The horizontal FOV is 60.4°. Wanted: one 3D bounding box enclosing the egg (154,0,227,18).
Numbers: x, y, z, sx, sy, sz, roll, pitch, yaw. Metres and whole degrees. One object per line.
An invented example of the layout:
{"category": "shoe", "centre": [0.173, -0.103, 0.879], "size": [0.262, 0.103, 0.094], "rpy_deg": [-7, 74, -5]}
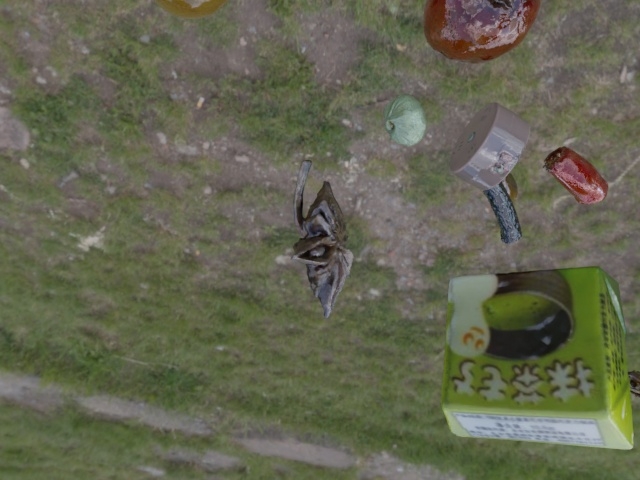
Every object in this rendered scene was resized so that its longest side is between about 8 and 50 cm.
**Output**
{"category": "egg", "centre": [-0.347, -0.712, 1.441], "size": [0.250, 0.250, 0.322], "rpy_deg": [30, 175, -27]}

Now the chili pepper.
{"category": "chili pepper", "centre": [0.490, -0.122, 1.050], "size": [0.123, 0.070, 0.073], "rpy_deg": [39, -179, -7]}

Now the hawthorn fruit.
{"category": "hawthorn fruit", "centre": [0.314, -0.447, 1.070], "size": [0.215, 0.250, 0.216], "rpy_deg": [-2, 103, -8]}

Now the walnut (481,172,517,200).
{"category": "walnut", "centre": [0.698, -0.213, 2.160], "size": [0.137, 0.137, 0.245], "rpy_deg": [-19, 147, 31]}

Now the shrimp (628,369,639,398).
{"category": "shrimp", "centre": [0.643, 0.252, 0.961], "size": [0.053, 0.133, 0.236], "rpy_deg": [16, 177, -29]}

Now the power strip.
{"category": "power strip", "centre": [0.310, -0.173, 1.020], "size": [0.078, 0.154, 0.154], "rpy_deg": [29, 140, -9]}

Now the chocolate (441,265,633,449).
{"category": "chocolate", "centre": [0.361, 0.192, 0.959], "size": [0.300, 0.289, 0.137], "rpy_deg": [-8, 148, 33]}

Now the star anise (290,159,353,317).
{"category": "star anise", "centre": [0.001, 0.001, 1.336], "size": [0.108, 0.293, 0.350], "rpy_deg": [-10, 137, 17]}

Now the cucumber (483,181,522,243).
{"category": "cucumber", "centre": [0.591, -0.128, 1.814], "size": [0.072, 0.081, 0.304], "rpy_deg": [26, 150, 59]}

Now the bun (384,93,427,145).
{"category": "bun", "centre": [0.296, -0.434, 2.006], "size": [0.118, 0.195, 0.195], "rpy_deg": [-22, 145, -14]}
